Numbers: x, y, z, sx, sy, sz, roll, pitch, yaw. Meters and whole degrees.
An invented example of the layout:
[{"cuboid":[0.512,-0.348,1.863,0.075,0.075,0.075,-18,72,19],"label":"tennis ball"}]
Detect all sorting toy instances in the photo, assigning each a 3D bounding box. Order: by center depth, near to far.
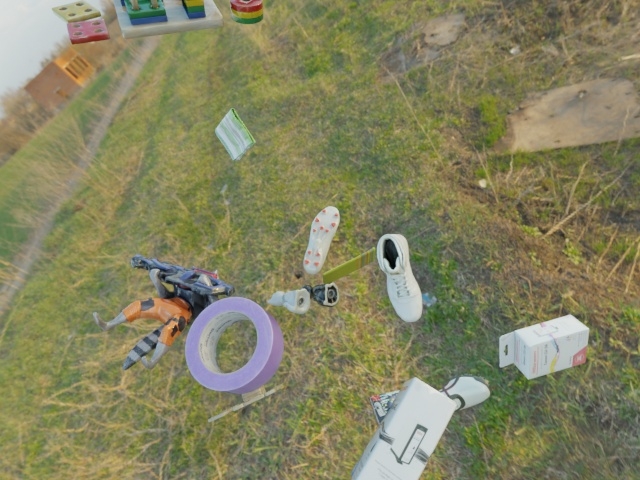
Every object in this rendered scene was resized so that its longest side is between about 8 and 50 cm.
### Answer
[{"cuboid":[-0.227,-0.337,0.560,0.275,0.046,0.132,-16,54,-16],"label":"sorting toy"}]

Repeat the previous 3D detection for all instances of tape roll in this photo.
[{"cuboid":[-0.178,0.220,0.848,0.189,0.080,0.188,-5,64,10],"label":"tape roll"}]

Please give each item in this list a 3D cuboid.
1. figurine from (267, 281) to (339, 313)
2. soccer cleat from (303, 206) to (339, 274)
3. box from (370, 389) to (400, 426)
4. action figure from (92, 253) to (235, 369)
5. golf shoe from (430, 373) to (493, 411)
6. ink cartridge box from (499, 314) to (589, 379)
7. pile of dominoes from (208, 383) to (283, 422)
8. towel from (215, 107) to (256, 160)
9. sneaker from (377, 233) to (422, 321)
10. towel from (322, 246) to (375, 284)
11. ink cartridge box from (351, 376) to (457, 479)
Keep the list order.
[{"cuboid":[-0.074,0.217,1.545,0.210,0.215,0.092,-7,90,55],"label":"figurine"},{"cuboid":[0.000,0.000,1.094,0.068,0.076,0.196,17,72,9],"label":"soccer cleat"},{"cuboid":[0.173,0.395,0.889,0.094,0.027,0.137,-10,30,-7],"label":"box"},{"cuboid":[-0.407,0.166,1.068,0.342,0.178,0.330,18,32,29],"label":"action figure"},{"cuboid":[0.389,0.493,1.227,0.273,0.105,0.120,-28,9,28],"label":"golf shoe"},{"cuboid":[0.560,0.274,1.021,0.198,0.115,0.067,-15,26,-3],"label":"ink cartridge box"},{"cuboid":[-0.211,0.443,1.148,0.196,0.251,0.040,-23,75,-6],"label":"pile of dominoes"},{"cuboid":[-0.245,-0.294,1.144,0.023,0.113,0.152,-41,12,-28],"label":"towel"},{"cuboid":[0.240,0.121,1.271,0.108,0.169,0.292,-16,82,21],"label":"sneaker"},{"cuboid":[0.115,0.102,1.622,0.237,0.102,0.021,-26,60,-12],"label":"towel"},{"cuboid":[0.144,0.355,0.718,0.086,0.148,0.203,31,73,15],"label":"ink cartridge box"}]
